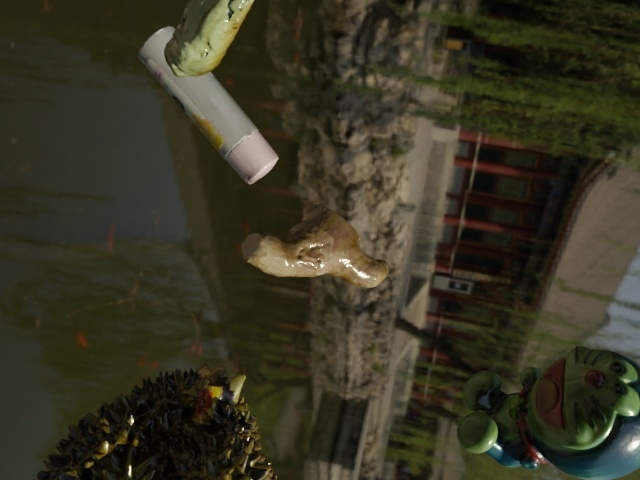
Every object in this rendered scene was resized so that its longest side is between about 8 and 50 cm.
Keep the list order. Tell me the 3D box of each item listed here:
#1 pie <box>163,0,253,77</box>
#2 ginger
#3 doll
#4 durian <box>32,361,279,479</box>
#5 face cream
[{"bbox_3d":[-0.099,-0.321,0.908,0.306,0.071,0.306,-57,-162,29],"label":"pie"},{"bbox_3d":[0.001,-0.001,0.432,0.030,0.097,0.048,-43,-131,41],"label":"ginger"},{"bbox_3d":[0.388,0.273,1.217,0.186,0.322,0.198,46,47,-30],"label":"doll"},{"bbox_3d":[-0.142,0.267,0.727,0.258,0.258,0.293,63,9,-77],"label":"durian"},{"bbox_3d":[-0.172,-0.209,1.223,0.073,0.269,0.107,-41,-176,-6],"label":"face cream"}]
